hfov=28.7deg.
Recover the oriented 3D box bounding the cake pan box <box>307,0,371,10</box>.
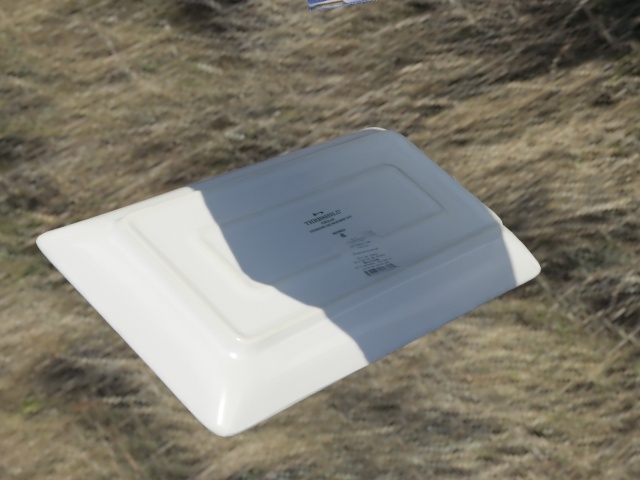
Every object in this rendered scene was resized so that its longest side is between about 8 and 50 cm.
[{"bbox_3d":[0.074,-0.200,0.332,0.267,0.070,0.246,-2,106,41],"label":"cake pan box"}]

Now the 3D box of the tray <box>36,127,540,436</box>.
[{"bbox_3d":[0.000,0.000,0.663,0.145,0.270,0.030,44,130,22],"label":"tray"}]
